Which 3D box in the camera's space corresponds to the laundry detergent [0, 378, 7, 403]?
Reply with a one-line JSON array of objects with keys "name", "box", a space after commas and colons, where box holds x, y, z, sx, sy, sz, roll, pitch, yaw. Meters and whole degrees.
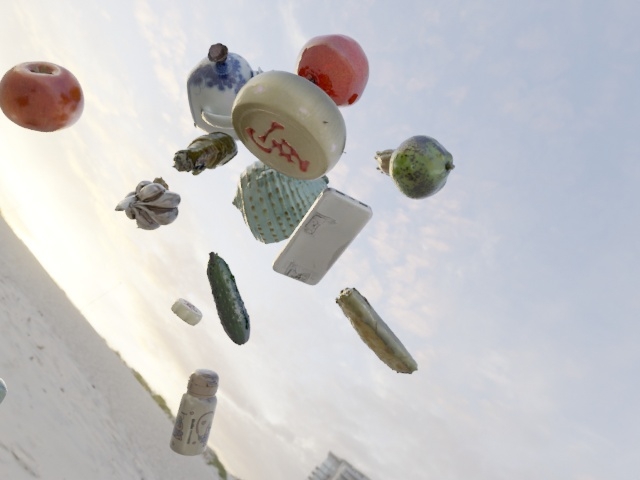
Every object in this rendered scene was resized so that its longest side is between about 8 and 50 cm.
[{"name": "laundry detergent", "box": [-0.928, 0.351, 1.068, 0.281, 0.214, 0.105, 36, -8, 28]}]

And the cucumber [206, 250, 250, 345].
[{"name": "cucumber", "box": [-0.205, 0.129, 0.945, 0.069, 0.069, 0.227, -2, -72, 49]}]

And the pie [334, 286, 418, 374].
[{"name": "pie", "box": [0.143, 0.243, 1.103, 0.282, 0.068, 0.128, 49, -25, -1]}]

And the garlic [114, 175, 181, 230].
[{"name": "garlic", "box": [-0.419, -0.087, 1.037, 0.127, 0.131, 0.194, 53, 7, -3]}]

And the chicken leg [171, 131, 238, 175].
[{"name": "chicken leg", "box": [-0.274, -0.194, 0.981, 0.103, 0.227, 0.088, -7, -67, 26]}]

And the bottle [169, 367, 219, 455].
[{"name": "bottle", "box": [-0.331, 0.447, 1.138, 0.110, 0.097, 0.208, 10, -95, 47]}]

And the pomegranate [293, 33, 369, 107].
[{"name": "pomegranate", "box": [0.041, -0.495, 1.259, 0.221, 0.257, 0.220, 12, -67, 31]}]

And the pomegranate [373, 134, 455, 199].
[{"name": "pomegranate", "box": [0.310, -0.264, 1.434, 0.204, 0.222, 0.276, -49, -129, 14]}]

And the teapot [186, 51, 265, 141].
[{"name": "teapot", "box": [-0.238, -0.419, 1.253, 0.423, 0.281, 0.252, -101, -173, -54]}]

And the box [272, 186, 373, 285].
[{"name": "box", "box": [0.000, 0.000, 1.081, 0.142, 0.044, 0.285, 25, -59, -21]}]

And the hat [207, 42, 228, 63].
[{"name": "hat", "box": [-0.263, -0.479, 1.114, 0.087, 0.058, 0.042, 58, -1, 37]}]

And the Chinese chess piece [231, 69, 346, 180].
[{"name": "Chinese chess piece", "box": [-0.071, -0.251, 0.963, 0.274, 0.102, 0.273, 23, -23, 11]}]

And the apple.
[{"name": "apple", "box": [-0.606, -0.316, 0.931, 0.163, 0.163, 0.139, 43, -49, 10]}]

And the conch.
[{"name": "conch", "box": [-0.151, -0.156, 1.412, 0.320, 0.302, 0.215, -28, -46, 23]}]

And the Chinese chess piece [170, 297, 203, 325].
[{"name": "Chinese chess piece", "box": [-0.499, 0.266, 1.596, 0.122, 0.051, 0.122, 39, -7, 5]}]
